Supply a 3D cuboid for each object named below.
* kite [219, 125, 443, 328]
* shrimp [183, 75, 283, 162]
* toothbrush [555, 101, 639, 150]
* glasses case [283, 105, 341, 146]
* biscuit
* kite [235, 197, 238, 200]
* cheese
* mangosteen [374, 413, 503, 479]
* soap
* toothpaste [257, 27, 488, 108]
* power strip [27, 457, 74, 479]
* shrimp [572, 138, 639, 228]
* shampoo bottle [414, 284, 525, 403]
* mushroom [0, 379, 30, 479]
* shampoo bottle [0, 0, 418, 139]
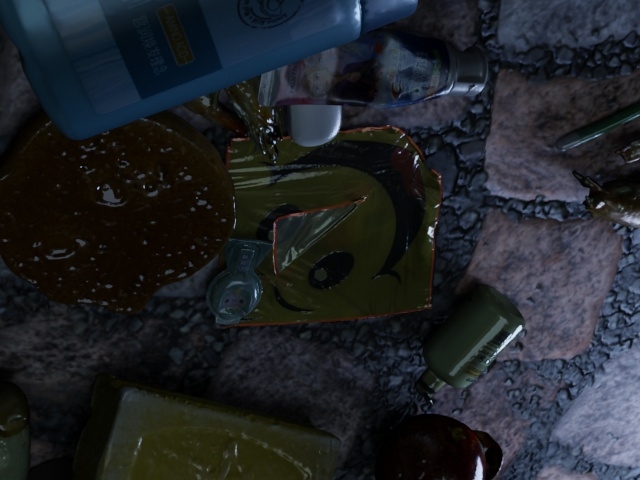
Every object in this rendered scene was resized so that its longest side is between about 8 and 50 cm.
[{"bbox_3d":[0.001,0.001,1.753,0.327,0.013,0.377,-40,126,9],"label":"kite"},{"bbox_3d":[-0.098,-0.158,1.598,0.101,0.042,0.190,-28,121,15],"label":"shrimp"},{"bbox_3d":[0.400,-0.167,1.782,0.257,0.018,0.024,-25,133,-3],"label":"toothbrush"},{"bbox_3d":[-0.012,-0.179,1.611,0.063,0.041,0.164,-15,122,-15],"label":"glasses case"},{"bbox_3d":[-0.232,-0.039,1.622,0.257,0.049,0.273,-42,124,13],"label":"biscuit"},{"bbox_3d":[-0.135,-0.036,1.687,0.078,0.002,0.044,-40,125,7],"label":"kite"},{"bbox_3d":[-0.098,0.048,1.731,0.067,0.026,0.121,5,122,-20],"label":"cheese"},{"bbox_3d":[0.157,0.313,1.931,0.155,0.146,0.181,-8,141,28],"label":"mangosteen"},{"bbox_3d":[-0.141,0.291,1.796,0.314,0.091,0.199,19,81,-29],"label":"soap"},{"bbox_3d":[0.058,-0.187,1.597,0.266,0.061,0.096,-1,112,-29],"label":"toothpaste"},{"bbox_3d":[-0.311,0.347,1.829,0.154,0.078,0.154,-9,124,-13],"label":"power strip"},{"bbox_3d":[0.396,-0.078,1.827,0.187,0.051,0.133,-2,111,-27],"label":"shrimp"},{"bbox_3d":[0.180,0.136,1.864,0.079,0.079,0.162,32,108,-33],"label":"shampoo bottle"},{"bbox_3d":[-0.407,0.305,1.757,0.087,0.107,0.333,-19,133,-49],"label":"mushroom"},{"bbox_3d":[-0.131,-0.296,1.320,0.342,0.331,0.331,-21,126,-3],"label":"shampoo bottle"}]
